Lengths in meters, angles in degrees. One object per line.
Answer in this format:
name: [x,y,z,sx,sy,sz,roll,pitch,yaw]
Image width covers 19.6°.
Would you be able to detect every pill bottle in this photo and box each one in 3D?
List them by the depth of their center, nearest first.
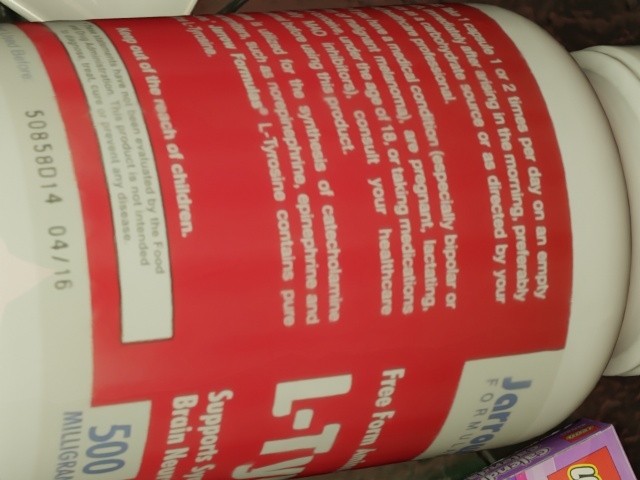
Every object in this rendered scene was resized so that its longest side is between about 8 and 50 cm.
pill bottle: [0.000,0.000,0.908,0.407,0.229,0.229,-6,90,-22]

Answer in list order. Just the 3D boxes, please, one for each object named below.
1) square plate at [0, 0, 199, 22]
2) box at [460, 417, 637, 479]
square plate: [-0.156,-0.314,0.987,0.347,0.049,0.344,31,83,-9]
box: [0.126,0.273,1.031,0.201,0.057,0.293,-25,94,-11]
